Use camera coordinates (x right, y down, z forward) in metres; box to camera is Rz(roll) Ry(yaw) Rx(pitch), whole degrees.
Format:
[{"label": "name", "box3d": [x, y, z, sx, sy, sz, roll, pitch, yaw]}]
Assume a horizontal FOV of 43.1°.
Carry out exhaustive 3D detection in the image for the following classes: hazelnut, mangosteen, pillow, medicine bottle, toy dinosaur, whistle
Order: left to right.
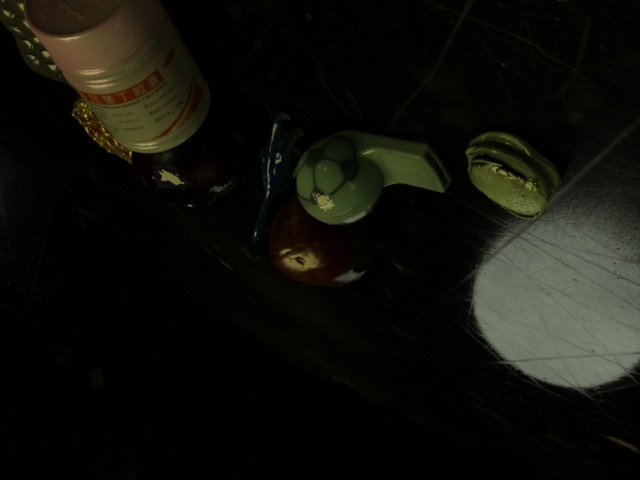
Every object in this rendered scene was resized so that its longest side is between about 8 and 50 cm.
[{"label": "pillow", "box3d": [-0.541, -0.419, 1.640, 0.228, 0.101, 0.326, 27, 164, 10]}, {"label": "medicine bottle", "box3d": [-0.330, -0.311, 1.363, 0.202, 0.202, 0.316, 25, 162, 26]}, {"label": "mangosteen", "box3d": [-0.269, -0.206, 1.576, 0.231, 0.231, 0.289, -6, 106, 65]}, {"label": "toy dinosaur", "box3d": [-0.092, -0.120, 1.484, 0.075, 0.188, 0.248, 24, 160, 10]}, {"label": "hazelnut", "box3d": [0.000, 0.000, 1.598, 0.229, 0.229, 0.229, 30, 163, 10]}, {"label": "whistle", "box3d": [0.056, -0.095, 1.335, 0.289, 0.163, 0.163, 16, 156, 45]}]

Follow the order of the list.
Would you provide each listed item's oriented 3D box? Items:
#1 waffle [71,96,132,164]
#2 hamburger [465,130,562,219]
[{"label": "waffle", "box3d": [-0.484, -0.259, 2.023, 0.302, 0.068, 0.325, 31, 161, 9]}, {"label": "hamburger", "box3d": [0.264, -0.091, 1.125, 0.140, 0.062, 0.133, 33, 165, -6]}]
